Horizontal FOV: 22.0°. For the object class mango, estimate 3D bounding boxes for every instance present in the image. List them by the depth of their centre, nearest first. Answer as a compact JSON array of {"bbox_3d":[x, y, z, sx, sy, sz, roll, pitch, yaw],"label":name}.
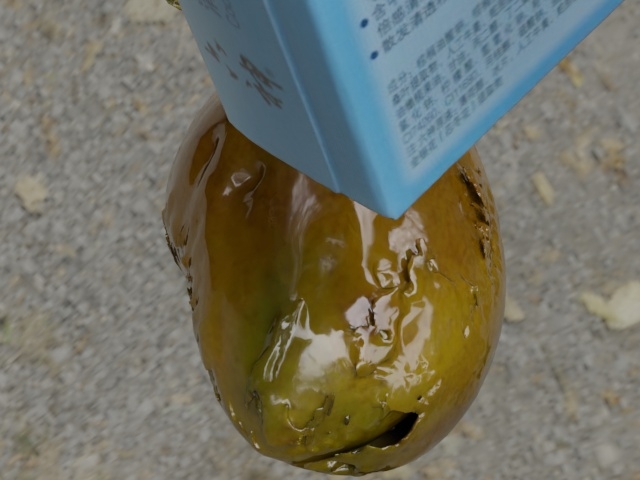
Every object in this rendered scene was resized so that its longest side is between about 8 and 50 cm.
[{"bbox_3d":[0.000,0.000,0.747,0.248,0.156,0.151,-88,160,-47],"label":"mango"}]

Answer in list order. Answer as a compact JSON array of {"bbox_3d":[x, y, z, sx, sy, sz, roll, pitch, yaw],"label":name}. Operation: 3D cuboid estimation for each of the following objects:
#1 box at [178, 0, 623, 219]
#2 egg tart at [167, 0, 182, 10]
[{"bbox_3d":[0.056,-0.138,0.498,0.232,0.142,0.083,-43,52,-17],"label":"box"},{"bbox_3d":[-0.062,-0.184,0.862,0.129,0.049,0.128,-17,116,-40],"label":"egg tart"}]
